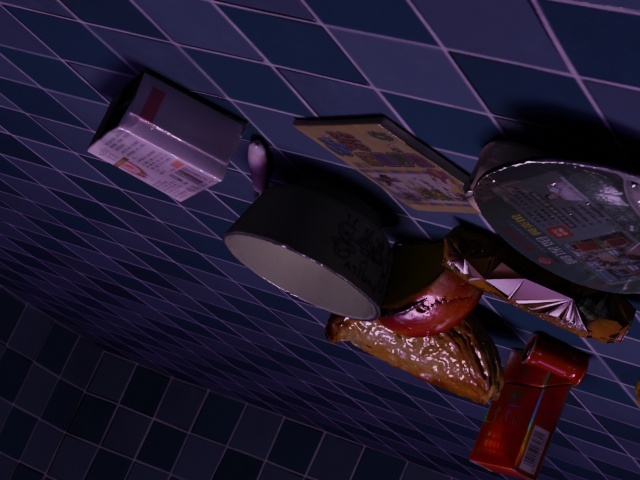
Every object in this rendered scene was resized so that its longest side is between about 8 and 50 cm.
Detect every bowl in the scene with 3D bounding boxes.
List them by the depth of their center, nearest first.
[{"bbox_3d":[0.000,0.000,1.952,0.211,0.112,0.211,27,166,7],"label":"bowl"}]

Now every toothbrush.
[{"bbox_3d":[-0.077,-0.070,2.008,0.025,0.029,0.307,30,168,7],"label":"toothbrush"}]

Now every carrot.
[{"bbox_3d":[0.242,0.050,1.843,0.229,0.069,0.069,24,167,7],"label":"carrot"}]

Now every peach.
[{"bbox_3d":[0.141,0.055,1.985,0.172,0.127,0.092,-24,128,39],"label":"peach"}]

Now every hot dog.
[{"bbox_3d":[0.142,0.127,2.236,0.259,0.114,0.175,22,163,0],"label":"hot dog"}]

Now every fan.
[{"bbox_3d":[0.285,-0.004,1.453,0.294,0.012,0.223,6,150,23],"label":"fan"}]

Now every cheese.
[{"bbox_3d":[0.246,-0.021,1.548,0.227,0.064,0.137,27,170,-7],"label":"cheese"}]

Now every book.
[{"bbox_3d":[0.085,-0.078,1.724,0.192,0.013,0.168,33,165,-30],"label":"book"}]

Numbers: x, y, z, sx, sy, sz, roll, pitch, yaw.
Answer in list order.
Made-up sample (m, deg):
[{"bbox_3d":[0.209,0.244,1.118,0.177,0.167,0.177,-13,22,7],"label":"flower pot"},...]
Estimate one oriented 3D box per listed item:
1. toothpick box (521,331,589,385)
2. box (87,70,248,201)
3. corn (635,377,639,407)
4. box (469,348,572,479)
[{"bbox_3d":[0.316,0.160,2.187,0.083,0.047,0.047,25,167,-5],"label":"toothpick box"},{"bbox_3d":[-0.181,-0.118,1.895,0.135,0.081,0.199,28,165,-15],"label":"box"},{"bbox_3d":[0.427,0.155,1.789,0.130,0.130,0.347,24,170,-1],"label":"corn"},{"bbox_3d":[0.284,0.242,2.283,0.048,0.175,0.112,29,166,-26],"label":"box"}]
